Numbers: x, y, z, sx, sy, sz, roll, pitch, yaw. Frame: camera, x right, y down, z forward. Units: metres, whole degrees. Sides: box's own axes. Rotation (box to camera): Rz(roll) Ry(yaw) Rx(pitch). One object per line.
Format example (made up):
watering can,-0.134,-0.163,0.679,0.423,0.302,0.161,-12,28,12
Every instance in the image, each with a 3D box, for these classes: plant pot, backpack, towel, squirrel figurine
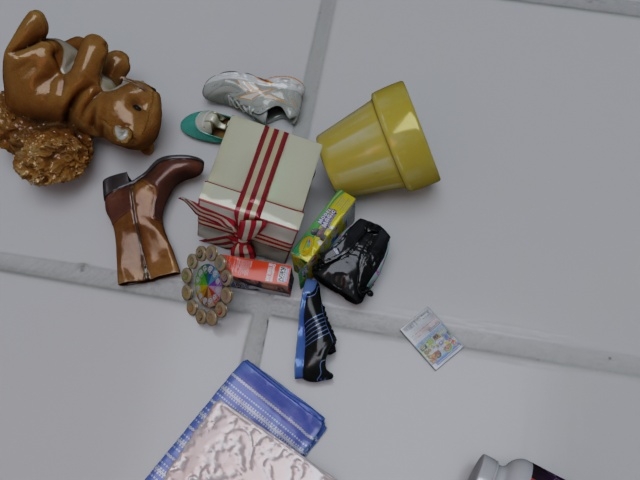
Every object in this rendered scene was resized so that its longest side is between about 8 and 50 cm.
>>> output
plant pot,0.130,-0.214,1.709,0.239,0.254,0.254,-22,68,10
backpack,0.078,0.039,1.662,0.152,0.115,0.182,34,75,-2
towel,-0.176,0.449,1.544,0.243,0.040,0.336,35,73,15
towel,-0.177,0.544,1.464,0.317,0.053,0.331,31,73,16
squirrel figurine,-0.590,-0.301,1.771,0.370,0.281,0.397,34,86,3

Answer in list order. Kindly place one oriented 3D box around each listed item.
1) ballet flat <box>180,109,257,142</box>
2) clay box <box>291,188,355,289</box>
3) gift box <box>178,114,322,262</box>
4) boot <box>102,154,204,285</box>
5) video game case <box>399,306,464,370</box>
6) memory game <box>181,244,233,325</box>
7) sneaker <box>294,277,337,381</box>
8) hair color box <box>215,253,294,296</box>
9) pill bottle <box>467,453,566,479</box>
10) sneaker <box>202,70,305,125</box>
ballet flat,-0.239,-0.286,1.815,0.247,0.087,0.083,16,70,8
clay box,0.000,0.000,1.673,0.053,0.127,0.222,33,72,14
gift box,-0.165,-0.099,1.655,0.276,0.255,0.258,15,67,1
boot,-0.378,-0.051,1.720,0.264,0.096,0.280,-15,69,-5
video game case,0.252,0.222,1.641,0.087,0.011,0.122,-37,72,-13
memory game,-0.259,0.102,1.631,0.012,0.186,0.186,0,59,-47
sneaker,-0.006,0.201,1.623,0.091,0.081,0.232,5,75,0
hair color box,-0.149,0.082,1.662,0.167,0.093,0.053,8,69,5
pill bottle,0.443,0.551,1.413,0.323,0.181,0.181,26,71,11
sneaker,-0.173,-0.354,1.839,0.263,0.099,0.121,2,73,3
